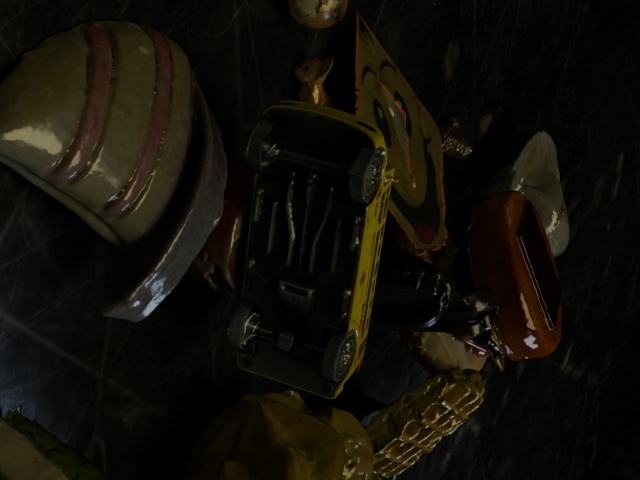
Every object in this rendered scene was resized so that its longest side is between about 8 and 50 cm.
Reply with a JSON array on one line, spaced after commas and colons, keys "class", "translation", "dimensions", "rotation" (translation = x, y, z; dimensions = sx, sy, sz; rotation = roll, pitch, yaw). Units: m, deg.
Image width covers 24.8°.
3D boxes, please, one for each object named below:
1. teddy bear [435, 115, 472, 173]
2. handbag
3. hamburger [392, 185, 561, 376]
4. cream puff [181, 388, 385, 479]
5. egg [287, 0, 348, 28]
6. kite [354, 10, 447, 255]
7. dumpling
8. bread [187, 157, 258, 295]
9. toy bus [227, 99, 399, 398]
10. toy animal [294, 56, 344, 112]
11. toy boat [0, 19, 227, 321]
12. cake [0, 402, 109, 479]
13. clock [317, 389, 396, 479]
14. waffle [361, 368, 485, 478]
[{"class": "teddy bear", "translation": [0.155, -0.137, 2.107], "dimensions": [0.119, 0.078, 0.160], "rotation": [-40, 165, 14]}, {"class": "handbag", "translation": [0.082, 0.065, 1.887], "dimensions": [0.285, 0.257, 0.113], "rotation": [31, 68, -63]}, {"class": "hamburger", "translation": [0.227, 0.065, 2.173], "dimensions": [0.291, 0.225, 0.291], "rotation": [43, 41, -53]}, {"class": "cream puff", "translation": [-0.047, 0.319, 1.838], "dimensions": [0.324, 0.291, 0.257], "rotation": [0, 77, -49]}, {"class": "egg", "translation": [-0.003, -0.280, 1.690], "dimensions": [0.083, 0.071, 0.071], "rotation": [54, 57, -78]}, {"class": "kite", "translation": [0.097, -0.138, 1.867], "dimensions": [0.377, 0.013, 0.327], "rotation": [-26, 99, -67]}, {"class": "dumpling", "translation": [0.338, -0.062, 2.471], "dimensions": [0.293, 0.163, 0.204], "rotation": [14, 61, -64]}, {"class": "bread", "translation": [-0.094, -0.016, 1.682], "dimensions": [0.160, 0.073, 0.160], "rotation": [-43, 143, -44]}, {"class": "toy bus", "translation": [0.000, 0.000, 1.631], "dimensions": [0.152, 0.144, 0.330], "rotation": [-38, 141, -58]}, {"class": "toy animal", "translation": [0.002, -0.187, 1.780], "dimensions": [0.081, 0.060, 0.083], "rotation": [6, 107, -24]}, {"class": "toy boat", "translation": [-0.187, -0.095, 1.414], "dimensions": [0.276, 0.111, 0.293], "rotation": [-62, 144, -35]}, {"class": "cake", "translation": [-0.245, 0.324, 1.395], "dimensions": [0.158, 0.283, 0.172], "rotation": [-38, 156, -49]}, {"class": "clock", "translation": [0.025, 0.384, 2.212], "dimensions": [0.319, 0.066, 0.319], "rotation": [-43, 142, -46]}, {"class": "waffle", "translation": [0.150, 0.260, 2.119], "dimensions": [0.211, 0.055, 0.160], "rotation": [-38, 155, 6]}]
